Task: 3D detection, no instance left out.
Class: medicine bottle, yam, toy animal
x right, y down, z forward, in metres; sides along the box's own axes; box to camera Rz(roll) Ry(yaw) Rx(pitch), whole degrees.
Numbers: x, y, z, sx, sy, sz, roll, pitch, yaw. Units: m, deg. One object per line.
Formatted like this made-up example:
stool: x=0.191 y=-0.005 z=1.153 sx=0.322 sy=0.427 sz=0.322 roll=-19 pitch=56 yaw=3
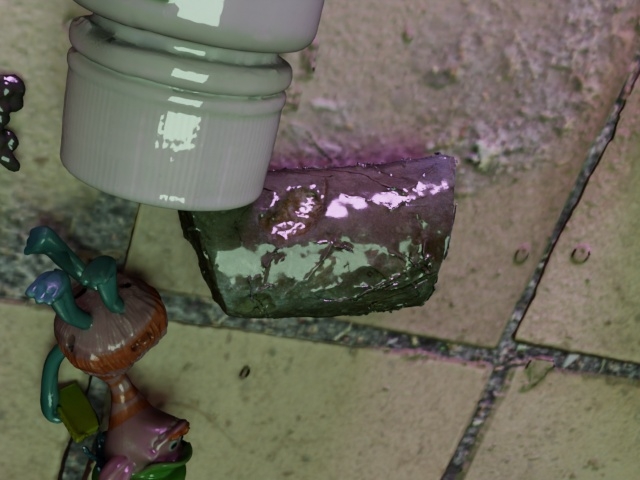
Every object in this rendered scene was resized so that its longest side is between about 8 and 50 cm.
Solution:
medicine bottle: x=-0.062 y=-0.144 z=0.409 sx=0.139 sy=0.139 sz=0.236 roll=6 pitch=114 yaw=-20
yam: x=0.000 y=0.000 z=0.520 sx=0.183 sy=0.107 sz=0.107 roll=-3 pitch=116 yaw=-12
toy animal: x=-0.148 y=0.087 z=0.525 sx=0.103 sy=0.100 sz=0.208 roll=-2 pitch=127 yaw=8

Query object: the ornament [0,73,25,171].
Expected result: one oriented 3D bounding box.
ornament: x=-0.309 y=-0.057 z=0.404 sx=0.260 sy=0.106 sz=0.251 roll=-45 pitch=121 yaw=1
